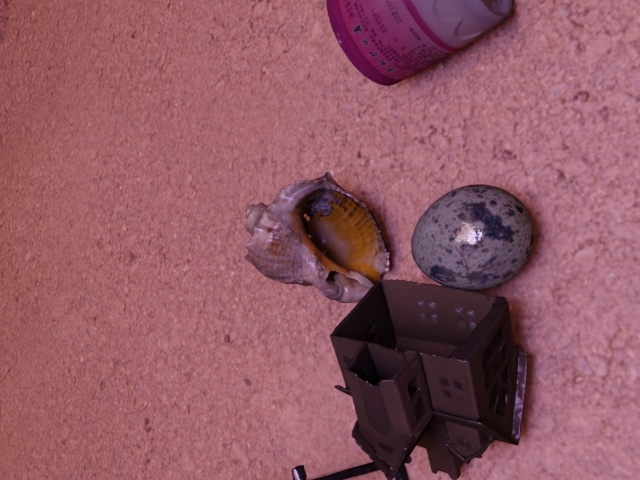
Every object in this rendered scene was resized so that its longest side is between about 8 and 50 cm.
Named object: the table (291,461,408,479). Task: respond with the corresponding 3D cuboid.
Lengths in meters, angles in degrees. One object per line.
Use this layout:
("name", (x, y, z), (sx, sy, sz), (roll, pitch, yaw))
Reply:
("table", (-0.039, 0.467, 0.986), (0.335, 0.222, 0.273), (-29, 68, 35))

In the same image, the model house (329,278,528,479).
("model house", (0.130, 0.208, 0.870), (0.211, 0.204, 0.244), (6, 123, 39))

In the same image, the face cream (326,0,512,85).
("face cream", (0.132, -0.326, 0.946), (0.194, 0.175, 0.175), (-22, 71, 40))

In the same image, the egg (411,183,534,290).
("egg", (0.187, -0.001, 0.892), (0.172, 0.132, 0.133), (-20, 72, 48))

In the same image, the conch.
("conch", (0.000, 0.000, 1.051), (0.245, 0.163, 0.178), (34, 128, 8))
